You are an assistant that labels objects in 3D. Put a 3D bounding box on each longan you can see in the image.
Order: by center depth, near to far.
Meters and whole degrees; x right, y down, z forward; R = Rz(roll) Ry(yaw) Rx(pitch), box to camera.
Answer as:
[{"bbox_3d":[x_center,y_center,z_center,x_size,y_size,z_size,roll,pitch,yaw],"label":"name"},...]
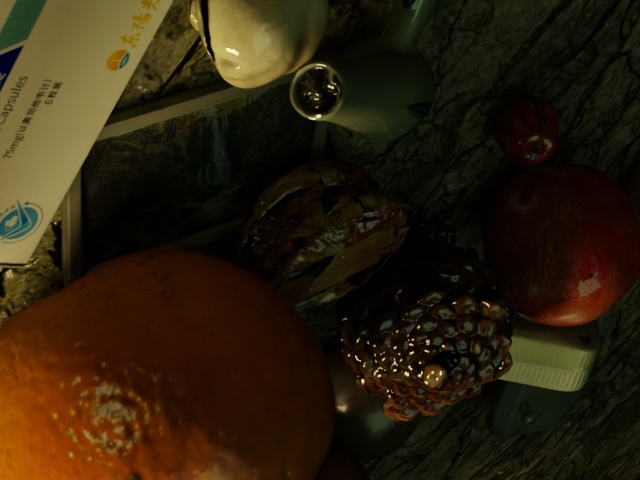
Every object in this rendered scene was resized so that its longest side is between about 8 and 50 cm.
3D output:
[{"bbox_3d":[0.041,0.219,1.898,0.204,0.159,0.184,-1,122,-6],"label":"longan"}]

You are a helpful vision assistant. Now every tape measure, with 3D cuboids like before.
[{"bbox_3d":[0.277,0.107,1.968,0.235,0.207,0.115,11,126,-3],"label":"tape measure"}]

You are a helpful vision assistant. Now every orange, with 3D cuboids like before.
[{"bbox_3d":[-0.198,0.189,1.430,0.424,0.326,0.424,-30,-178,1],"label":"orange"}]

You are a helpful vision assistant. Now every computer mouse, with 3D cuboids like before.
[{"bbox_3d":[0.371,0.193,2.246,0.197,0.095,0.330,-9,129,-40],"label":"computer mouse"}]

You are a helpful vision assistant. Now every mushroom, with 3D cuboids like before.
[{"bbox_3d":[-0.062,-0.215,1.290,0.154,0.123,0.154,-27,121,-59],"label":"mushroom"}]

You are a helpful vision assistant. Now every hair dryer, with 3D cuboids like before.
[{"bbox_3d":[0.060,-0.208,1.355,0.296,0.119,0.298,-45,155,-53],"label":"hair dryer"}]

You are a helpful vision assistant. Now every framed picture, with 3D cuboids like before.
[{"bbox_3d":[-0.130,-0.075,1.480,0.324,0.020,0.240,-19,143,-27],"label":"framed picture"}]

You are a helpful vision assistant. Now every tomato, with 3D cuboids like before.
[{"bbox_3d":[0.338,0.004,1.846,0.232,0.232,0.189,-11,180,-36],"label":"tomato"}]

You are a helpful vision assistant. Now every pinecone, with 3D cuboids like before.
[{"bbox_3d":[0.128,0.100,1.731,0.224,0.272,0.224,-5,119,-8],"label":"pinecone"}]

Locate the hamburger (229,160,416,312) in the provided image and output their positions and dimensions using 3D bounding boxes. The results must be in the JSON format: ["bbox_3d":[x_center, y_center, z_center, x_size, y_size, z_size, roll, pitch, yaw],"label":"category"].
[{"bbox_3d":[0.000,0.000,1.591,0.231,0.107,0.231,-31,158,-14],"label":"hamburger"}]

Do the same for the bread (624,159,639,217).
[{"bbox_3d":[0.561,-0.104,2.060,0.235,0.099,0.210,-53,147,13],"label":"bread"}]

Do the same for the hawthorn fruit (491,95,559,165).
[{"bbox_3d":[0.263,-0.137,1.726,0.093,0.093,0.093,-26,146,-19],"label":"hawthorn fruit"}]

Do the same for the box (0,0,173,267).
[{"bbox_3d":[-0.285,-0.123,1.223,0.200,0.065,0.343,3,130,-47],"label":"box"}]

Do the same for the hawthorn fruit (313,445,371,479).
[{"bbox_3d":[-0.077,0.471,1.822,0.472,0.472,0.471,-26,146,-19],"label":"hawthorn fruit"}]
